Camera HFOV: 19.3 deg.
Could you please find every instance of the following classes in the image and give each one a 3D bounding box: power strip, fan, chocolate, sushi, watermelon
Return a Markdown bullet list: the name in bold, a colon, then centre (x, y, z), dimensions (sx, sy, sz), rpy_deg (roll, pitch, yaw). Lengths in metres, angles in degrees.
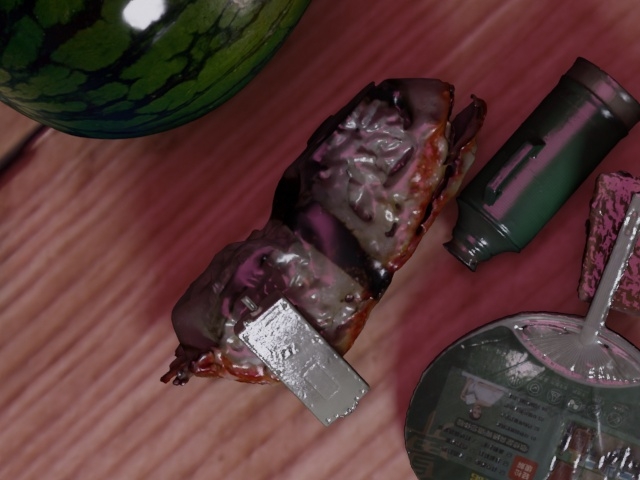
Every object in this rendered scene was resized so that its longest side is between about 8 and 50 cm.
- **power strip**: centre (-0.017, 0.086, 1.434), dimensions (0.051, 0.019, 0.136), rpy_deg (-41, 117, 4)
- **fan**: centre (0.212, 0.134, 1.471), dimensions (0.294, 0.012, 0.223), rpy_deg (-41, 91, 20)
- **chocolate**: centre (0.360, 0.035, 1.470), dimensions (0.321, 0.112, 0.112), rpy_deg (14, 92, 8)
- **sushi**: centre (0.000, 0.000, 1.504), dimensions (0.130, 0.124, 0.332), rpy_deg (35, 85, -6)
- **watermelon**: centre (-0.160, -0.255, 1.456), dimensions (0.363, 0.363, 0.363), rpy_deg (-1, 82, 6)

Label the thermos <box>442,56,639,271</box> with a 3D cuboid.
- **thermos**: centre (0.174, -0.054, 1.513), dimensions (0.073, 0.083, 0.188), rpy_deg (41, 90, -12)
